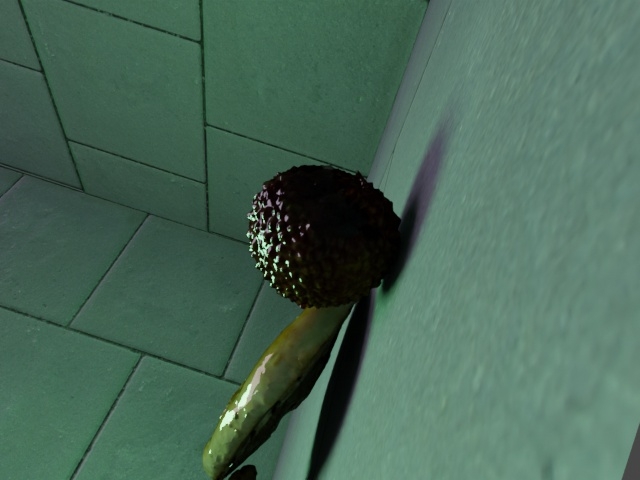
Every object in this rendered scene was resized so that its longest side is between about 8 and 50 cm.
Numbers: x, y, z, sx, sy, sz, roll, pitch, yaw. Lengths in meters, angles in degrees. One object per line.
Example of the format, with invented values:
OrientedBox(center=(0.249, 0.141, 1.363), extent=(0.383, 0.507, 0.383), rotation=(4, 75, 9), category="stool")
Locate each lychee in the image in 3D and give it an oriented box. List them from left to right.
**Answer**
OrientedBox(center=(0.000, 0.000, 0.543), extent=(0.188, 0.188, 0.188), rotation=(18, -90, -88), category="lychee")

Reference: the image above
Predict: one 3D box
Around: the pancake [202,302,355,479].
OrientedBox(center=(-0.051, 0.213, 0.723), extent=(0.387, 0.082, 0.387), rotation=(-50, -14, -17), category="pancake")

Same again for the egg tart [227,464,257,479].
OrientedBox(center=(-0.138, 0.500, 0.621), extent=(0.352, 0.150, 0.351), rotation=(-157, 90, -90), category="egg tart")

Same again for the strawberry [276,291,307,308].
OrientedBox(center=(0.002, 0.091, 1.151), extent=(0.201, 0.187, 0.184), rotation=(-42, -7, 29), category="strawberry")
